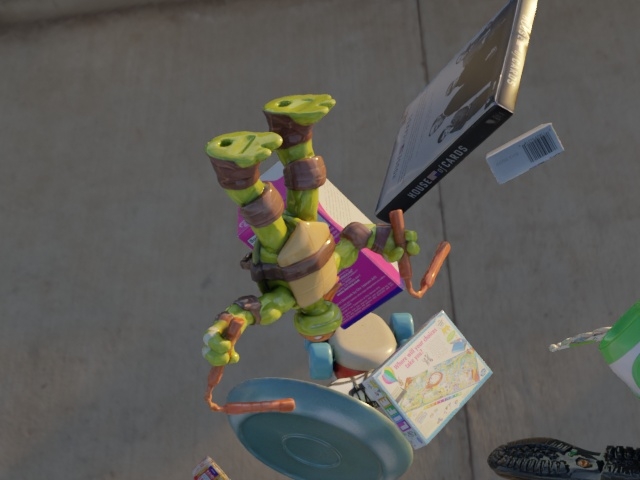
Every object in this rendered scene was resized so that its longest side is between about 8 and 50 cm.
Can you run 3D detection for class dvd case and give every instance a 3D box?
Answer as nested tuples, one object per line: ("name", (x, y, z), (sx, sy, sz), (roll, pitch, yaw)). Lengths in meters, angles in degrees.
("dvd case", (0.146, -0.142, 1.109), (0.030, 0.238, 0.179), (28, 53, -13))

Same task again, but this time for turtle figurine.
("turtle figurine", (-0.010, -0.003, 0.803), (0.270, 0.217, 0.087), (-30, 33, -28))

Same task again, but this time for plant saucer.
("plant saucer", (-0.010, 0.326, 1.621), (0.318, 0.317, 0.043), (10, 53, 17))

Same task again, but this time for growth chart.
("growth chart", (0.540, 0.174, 1.896), (0.172, 0.237, 0.021), (-8, 78, -25))

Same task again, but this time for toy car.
("toy car", (0.081, 0.282, 2.018), (0.219, 0.237, 0.210), (-2, 24, -6))

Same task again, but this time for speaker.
("speaker", (0.514, 0.206, 1.323), (0.296, 0.131, 0.131), (43, 71, 8))

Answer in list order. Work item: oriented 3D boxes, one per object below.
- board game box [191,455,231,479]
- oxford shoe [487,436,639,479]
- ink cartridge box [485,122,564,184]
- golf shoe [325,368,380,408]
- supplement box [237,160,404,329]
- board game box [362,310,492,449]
("board game box", (-0.150, 0.474, 1.794), (0.045, 0.147, 0.193), (-41, 89, -11))
("oxford shoe", (0.331, 0.321, 1.330), (0.227, 0.096, 0.083), (4, 30, 31))
("ink cartridge box", (0.183, -0.079, 0.907), (0.063, 0.115, 0.029), (-28, 91, 11))
("golf shoe", (0.079, 0.262, 1.749), (0.198, 0.094, 0.077), (-23, 88, -38))
("supplement box", (0.000, 0.000, 1.369), (0.114, 0.220, 0.111), (-36, 28, 19))
("board game box", (0.134, 0.169, 1.234), (0.154, 0.026, 0.103), (-37, 88, -39))
